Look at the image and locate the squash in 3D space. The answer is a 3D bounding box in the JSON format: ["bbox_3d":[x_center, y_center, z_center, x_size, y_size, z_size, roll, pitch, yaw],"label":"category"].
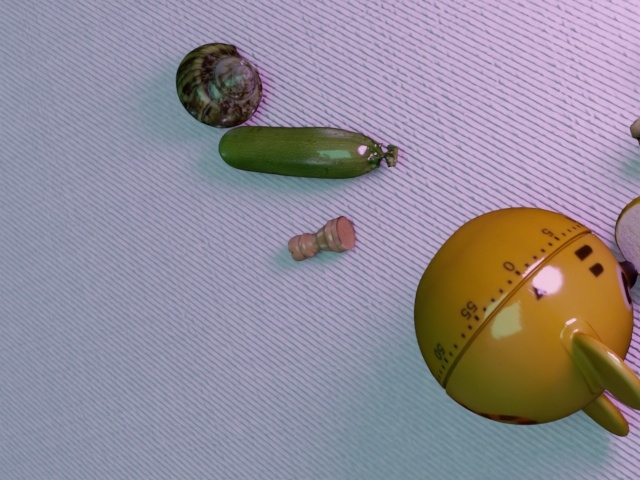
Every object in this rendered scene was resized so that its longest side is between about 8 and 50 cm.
[{"bbox_3d":[-0.033,-0.165,1.896,0.378,0.101,0.101,7,93,26],"label":"squash"}]

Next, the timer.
[{"bbox_3d":[0.345,0.141,1.565,0.387,0.376,0.376,42,108,21],"label":"timer"}]

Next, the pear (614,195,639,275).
[{"bbox_3d":[0.541,-0.013,1.591,0.141,0.104,0.141,14,109,47],"label":"pear"}]

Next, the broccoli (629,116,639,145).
[{"bbox_3d":[0.577,-0.206,1.495,0.243,0.247,0.263,-29,100,31],"label":"broccoli"}]

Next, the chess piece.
[{"bbox_3d":[0.000,0.000,1.902,0.122,0.066,0.066,-17,82,33],"label":"chess piece"}]

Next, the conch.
[{"bbox_3d":[-0.197,-0.311,1.968,0.181,0.124,0.187,-5,78,23],"label":"conch"}]
